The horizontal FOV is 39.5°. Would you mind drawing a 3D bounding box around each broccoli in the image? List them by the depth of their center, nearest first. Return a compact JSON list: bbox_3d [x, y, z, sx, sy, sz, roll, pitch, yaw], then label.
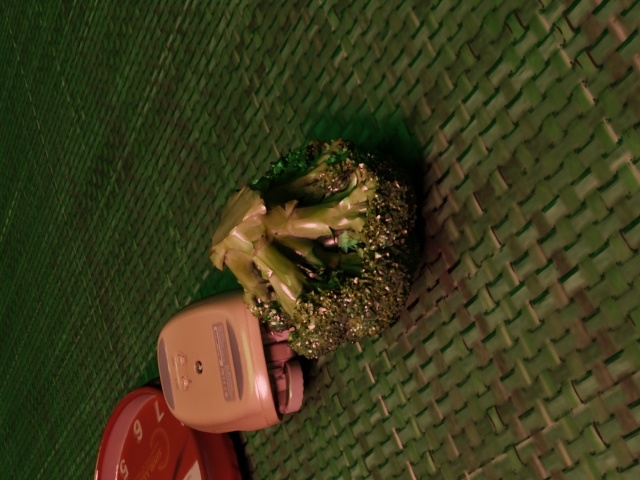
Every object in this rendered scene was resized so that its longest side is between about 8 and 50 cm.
[{"bbox_3d":[0.000,0.000,0.720,0.195,0.156,0.195,-50,23,30],"label":"broccoli"}]

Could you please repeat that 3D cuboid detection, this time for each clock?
[{"bbox_3d":[-0.182,0.324,1.083,0.318,0.080,0.319,-10,78,50],"label":"clock"}]

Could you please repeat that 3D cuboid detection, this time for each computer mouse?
[{"bbox_3d":[-0.093,0.126,0.927,0.236,0.082,0.145,-23,75,53],"label":"computer mouse"}]
